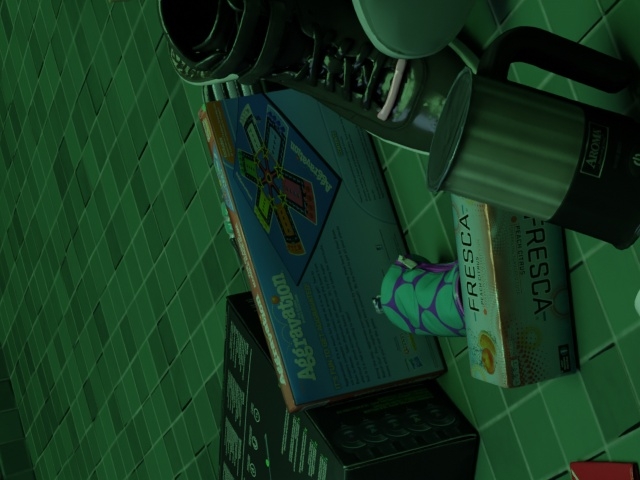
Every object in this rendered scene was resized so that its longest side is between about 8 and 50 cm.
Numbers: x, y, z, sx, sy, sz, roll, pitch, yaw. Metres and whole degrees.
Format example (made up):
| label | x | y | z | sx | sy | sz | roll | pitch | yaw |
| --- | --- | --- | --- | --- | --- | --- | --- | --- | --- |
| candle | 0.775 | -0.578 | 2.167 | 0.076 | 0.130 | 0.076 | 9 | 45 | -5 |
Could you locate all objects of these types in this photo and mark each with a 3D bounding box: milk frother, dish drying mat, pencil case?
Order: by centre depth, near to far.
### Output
| label | x | y | z | sx | sy | sz | roll | pitch | yaw |
| --- | --- | --- | --- | --- | --- | --- | --- | --- | --- |
| milk frother | 0.138 | -0.053 | 1.066 | 0.143 | 0.135 | 0.129 | 117 | 168 | -52 |
| dish drying mat | 0.207 | 0.177 | 1.177 | 0.083 | 0.008 | 0.032 | 164 | 95 | -68 |
| pencil case | 0.102 | 0.042 | 1.292 | 0.070 | 0.064 | 0.152 | 61 | 159 | -9 |

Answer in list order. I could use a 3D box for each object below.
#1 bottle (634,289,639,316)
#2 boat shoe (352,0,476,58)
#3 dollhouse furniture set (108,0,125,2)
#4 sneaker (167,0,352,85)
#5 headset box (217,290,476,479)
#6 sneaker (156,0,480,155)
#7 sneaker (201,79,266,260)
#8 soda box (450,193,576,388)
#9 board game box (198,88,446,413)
| label | x | y | z | sx | sy | sz | roll | pitch | yaw |
| --- | --- | --- | --- | --- | --- | --- | --- | --- | --- |
| bottle | 0.269 | 0.130 | 0.896 | 0.118 | 0.092 | 0.283 | 106 | 145 | -50 |
| boat shoe | 0.051 | -0.284 | 1.203 | 0.105 | 0.113 | 0.306 | 174 | 88 | -74 |
| dollhouse furniture set | -0.286 | -0.314 | 1.894 | 0.161 | 0.182 | 0.101 | 119 | 135 | -57 |
| sneaker | 0.004 | -0.186 | 1.398 | 0.290 | 0.123 | 0.106 | 6 | 104 | 44 |
| headset box | 0.018 | 0.213 | 1.484 | 0.283 | 0.131 | 0.246 | -130 | 36 | -50 |
| sneaker | -0.005 | -0.138 | 1.240 | 0.296 | 0.147 | 0.104 | 33 | 116 | 24 |
| sneaker | -0.062 | -0.082 | 1.646 | 0.098 | 0.083 | 0.223 | -71 | -27 | -76 |
| soda box | 0.140 | 0.012 | 1.189 | 0.058 | 0.063 | 0.183 | -166 | 68 | -66 |
| board game box | 0.000 | 0.000 | 1.409 | 0.027 | 0.145 | 0.281 | 133 | 123 | -62 |
